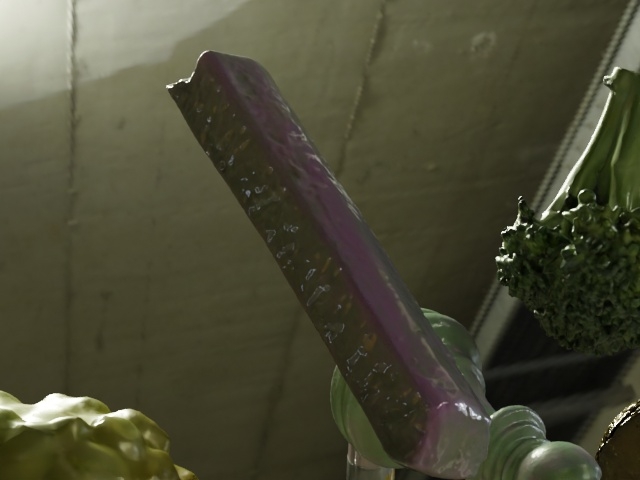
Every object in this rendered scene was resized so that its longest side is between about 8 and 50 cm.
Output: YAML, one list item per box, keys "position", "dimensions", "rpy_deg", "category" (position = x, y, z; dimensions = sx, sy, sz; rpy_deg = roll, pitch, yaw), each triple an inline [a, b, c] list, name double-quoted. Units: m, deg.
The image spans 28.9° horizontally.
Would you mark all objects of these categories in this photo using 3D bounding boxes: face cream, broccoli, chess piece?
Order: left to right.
- position: [0.072, 0.382, 1.814]
  dimensions: [0.073, 0.107, 0.269]
  rpy_deg: [2, -76, 5]
  category: "face cream"
- position: [0.134, 0.158, 0.969]
  dimensions: [0.139, 0.271, 0.139]
  rpy_deg: [-14, -64, -31]
  category: "chess piece"
- position: [0.300, -0.007, 1.146]
  dimensions: [0.235, 0.288, 0.260]
  rpy_deg: [36, -87, -15]
  category: "broccoli"

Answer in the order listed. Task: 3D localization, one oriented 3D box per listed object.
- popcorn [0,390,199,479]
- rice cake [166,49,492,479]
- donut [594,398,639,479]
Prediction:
- position: [-0.174, 0.205, 0.720]
  dimensions: [0.235, 0.242, 0.250]
  rpy_deg: [2, 2, -40]
  category: "popcorn"
- position: [0.000, 0.000, 0.810]
  dimensions: [0.072, 0.365, 0.056]
  rpy_deg: [12, -51, -49]
  category: "rice cake"
- position: [0.457, 0.293, 1.509]
  dimensions: [0.272, 0.272, 0.107]
  rpy_deg: [-24, 8, 7]
  category: "donut"
